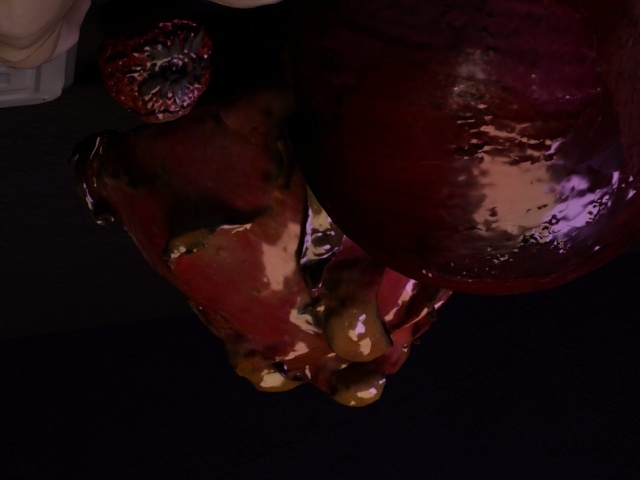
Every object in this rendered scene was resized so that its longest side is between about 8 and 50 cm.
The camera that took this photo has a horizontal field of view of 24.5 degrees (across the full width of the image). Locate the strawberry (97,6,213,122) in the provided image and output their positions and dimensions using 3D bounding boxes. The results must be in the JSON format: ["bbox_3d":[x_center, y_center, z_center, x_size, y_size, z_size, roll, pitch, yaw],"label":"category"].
[{"bbox_3d":[-0.119,-0.124,1.037,0.083,0.083,0.096,-1,180,-41],"label":"strawberry"}]

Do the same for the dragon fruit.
[{"bbox_3d":[0.000,0.000,1.166,0.314,0.263,0.296,-13,-176,33],"label":"dragon fruit"}]

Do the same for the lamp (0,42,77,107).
[{"bbox_3d":[-0.287,-0.130,0.929,0.266,0.047,0.269,-8,171,-13],"label":"lamp"}]

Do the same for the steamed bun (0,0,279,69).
[{"bbox_3d":[-0.071,-0.145,0.399,0.289,0.203,0.276,-1,-173,1],"label":"steamed bun"}]

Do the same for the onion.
[{"bbox_3d":[0.100,-0.105,0.778,0.276,0.276,0.276,-9,170,-1],"label":"onion"}]
